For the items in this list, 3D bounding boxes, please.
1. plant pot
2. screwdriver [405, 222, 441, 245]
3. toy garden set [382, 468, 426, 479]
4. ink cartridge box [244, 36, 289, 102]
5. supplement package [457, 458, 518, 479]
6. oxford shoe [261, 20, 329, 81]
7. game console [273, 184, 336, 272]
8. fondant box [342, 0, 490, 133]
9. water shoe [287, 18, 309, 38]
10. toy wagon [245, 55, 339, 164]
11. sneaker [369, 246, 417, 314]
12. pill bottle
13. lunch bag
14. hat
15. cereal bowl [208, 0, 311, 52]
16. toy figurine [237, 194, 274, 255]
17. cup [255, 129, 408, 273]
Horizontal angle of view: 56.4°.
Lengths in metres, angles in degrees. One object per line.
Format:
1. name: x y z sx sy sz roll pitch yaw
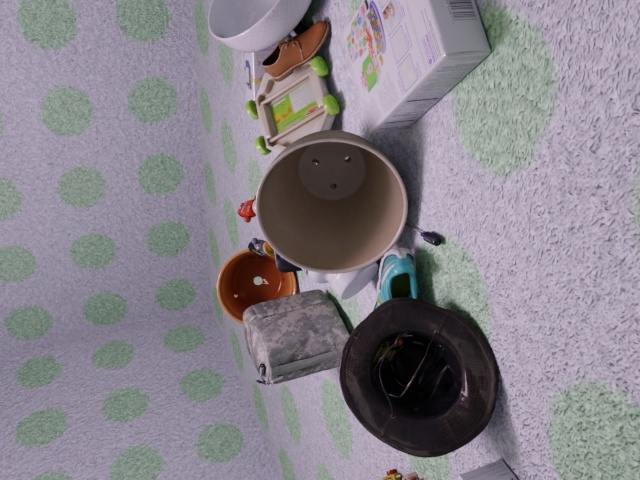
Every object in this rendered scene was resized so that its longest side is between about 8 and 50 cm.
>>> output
1. plant pot: -0.240 0.168 2.274 0.203 0.291 0.290 -148 48 -85
2. screwdriver: 0.216 -0.017 1.301 0.025 0.024 0.170 55 174 -20
3. toy garden set: 0.238 0.699 1.556 0.244 0.049 0.203 120 135 -61
4. ink cartridge box: -0.146 -0.518 1.805 0.093 0.154 0.212 -130 36 -50
5. supplement package: 0.341 0.523 1.112 0.179 0.105 0.105 -128 34 -51
6. oxford shoe: -0.066 -0.510 1.577 0.212 0.076 0.076 -37 50 21
7. game console: -0.033 -0.053 1.716 0.250 0.173 0.293 -177 77 -69
8. fondant box: 0.164 -0.379 1.138 0.330 0.096 0.238 145 113 -67
9. water shoe: -0.075 -0.587 1.700 0.080 0.073 0.203 95 155 -48
10. toy wagon: -0.069 -0.329 1.636 0.267 0.068 0.344 -25 73 31
11. sneaker: 0.169 0.153 1.344 0.110 0.107 0.275 -98 5 -66
12. pill bottle: 0.000 0.000 1.572 0.318 0.176 0.176 46 147 21
13. lunch bag: -0.071 0.308 1.816 0.256 0.305 0.212 -140 42 -61
14. hat: 0.212 0.285 1.247 0.134 0.331 0.331 30 -145 -60
15. cereal bowl: -0.139 -0.648 1.612 0.339 0.141 0.339 -20 56 34
16. toy figurine: -0.147 -0.058 1.977 0.148 0.213 0.209 -5 99 53
17. cup: 0.026 -0.125 1.392 0.237 0.331 0.331 -87 0 -58
